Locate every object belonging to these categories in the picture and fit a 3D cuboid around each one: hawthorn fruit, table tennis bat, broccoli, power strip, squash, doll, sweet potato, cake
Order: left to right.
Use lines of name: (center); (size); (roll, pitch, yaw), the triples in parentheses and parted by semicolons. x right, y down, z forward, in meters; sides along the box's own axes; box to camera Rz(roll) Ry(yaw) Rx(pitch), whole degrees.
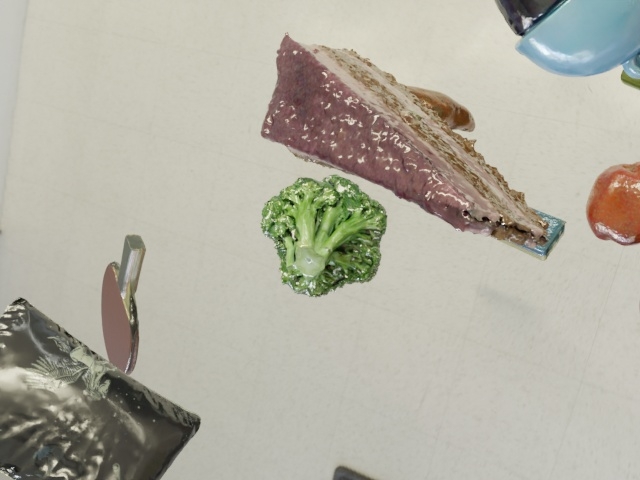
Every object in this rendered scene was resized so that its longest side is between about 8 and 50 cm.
table tennis bat: (-0.237, 0.075, 0.759); (0.130, 0.019, 0.220); (59, 140, 33)
broccoli: (0.000, 0.000, 1.459); (0.307, 0.275, 0.308); (6, 120, 11)
cake: (0.053, -0.070, 0.522); (0.295, 0.115, 0.113); (45, 119, 43)
sweet potato: (0.231, -0.297, 1.458); (0.112, 0.359, 0.112); (-177, 90, -67)
power strip: (0.265, -0.022, 0.867); (0.123, 0.032, 0.056); (29, 69, 34)
doll: (0.247, -0.295, 0.673); (0.177, 0.141, 0.314); (-41, 90, -5)
hawthorn fruit: (0.504, -0.062, 1.041); (0.132, 0.133, 0.138); (9, 111, 27)
squash: (0.406, -0.192, 0.774); (0.027, 0.027, 0.083); (-59, 29, 19)

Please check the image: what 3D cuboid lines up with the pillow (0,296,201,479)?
pillow: (-0.227, 0.160, 0.566); (0.208, 0.141, 0.055); (39, 153, -7)
